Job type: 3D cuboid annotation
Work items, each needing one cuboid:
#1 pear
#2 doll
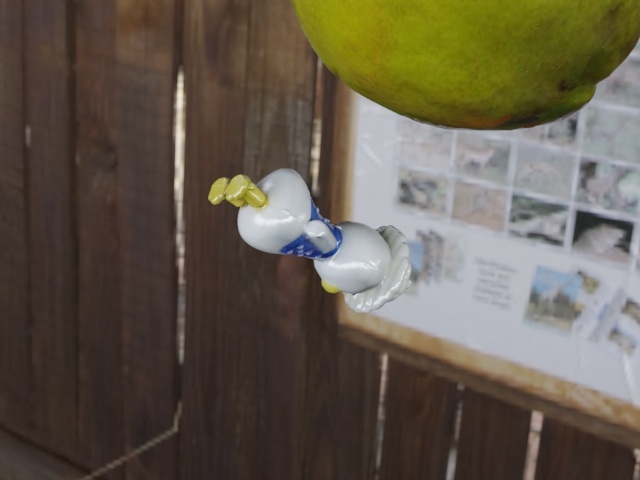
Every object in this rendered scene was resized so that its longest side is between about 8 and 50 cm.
[{"bbox_3d":[0.102,-0.221,0.849,0.321,0.269,0.269,35,9,-20],"label":"pear"},{"bbox_3d":[0.000,0.000,1.355,0.293,0.119,0.138,27,-11,-32],"label":"doll"}]
